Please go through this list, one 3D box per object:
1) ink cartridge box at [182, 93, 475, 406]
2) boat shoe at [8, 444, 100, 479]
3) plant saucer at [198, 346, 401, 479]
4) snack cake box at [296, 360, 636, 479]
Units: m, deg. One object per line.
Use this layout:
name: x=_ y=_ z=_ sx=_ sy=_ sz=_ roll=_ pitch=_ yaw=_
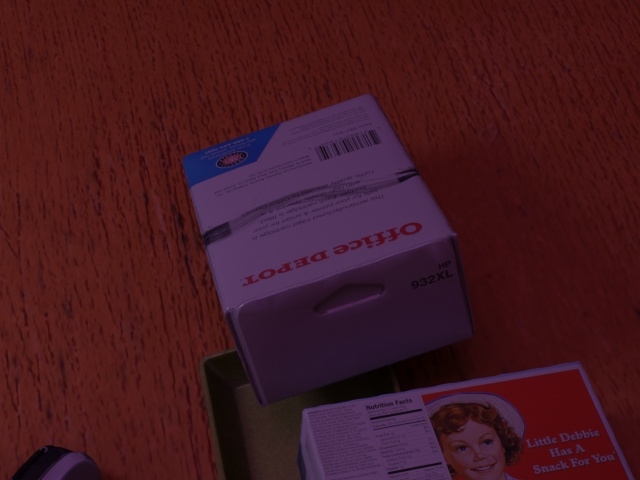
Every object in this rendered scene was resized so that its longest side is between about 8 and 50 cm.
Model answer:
ink cartridge box: x=0.000 y=0.000 z=1.345 sx=0.223 sy=0.129 sz=0.307 roll=-18 pitch=33 yaw=-3
boat shoe: x=-0.309 y=0.281 z=1.262 sx=0.076 sy=0.080 sz=0.228 roll=18 pitch=55 yaw=35
plant saucer: x=-0.012 y=0.173 z=1.298 sx=0.188 sy=0.045 sz=0.188 roll=-16 pitch=47 yaw=0
snack cake box: x=0.125 y=0.208 z=1.156 sx=0.264 sy=0.089 sz=0.152 roll=-8 pitch=49 yaw=-13
